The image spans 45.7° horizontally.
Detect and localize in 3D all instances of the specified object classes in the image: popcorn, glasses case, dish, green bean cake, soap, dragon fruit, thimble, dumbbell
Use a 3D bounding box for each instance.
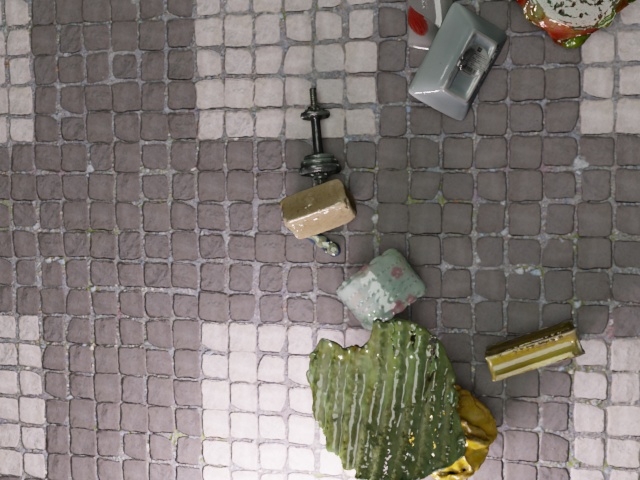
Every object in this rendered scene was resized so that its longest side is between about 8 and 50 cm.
[{"bbox_3d":[0.321,0.478,1.900,0.250,0.190,0.250,1,99,9],"label":"popcorn"},{"bbox_3d":[0.258,-0.613,1.847,0.128,0.083,0.308,1,108,26],"label":"glasses case"},{"bbox_3d":[0.347,-0.422,1.828,0.182,0.080,0.243,22,101,-26],"label":"dish"},{"bbox_3d":[-0.004,-0.080,1.957,0.179,0.109,0.085,-18,59,13],"label":"green bean cake"},{"bbox_3d":[0.522,0.270,1.860,0.233,0.135,0.076,-23,89,14],"label":"soap"},{"bbox_3d":[0.596,-0.595,1.773,0.295,0.130,0.268,17,98,11],"label":"dragon fruit"},{"bbox_3d":[0.149,0.129,1.920,0.149,0.185,0.211,54,138,6],"label":"thimble"},{"bbox_3d":[-0.009,-0.268,1.963,0.110,0.110,0.255,-6,87,14],"label":"dumbbell"}]

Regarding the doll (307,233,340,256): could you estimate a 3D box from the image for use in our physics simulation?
[{"bbox_3d":[0.000,0.000,2.015,0.125,0.027,0.037,34,101,8],"label":"doll"}]

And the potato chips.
[{"bbox_3d":[0.146,0.393,1.814,0.373,0.097,0.389,-20,75,19],"label":"potato chips"}]
